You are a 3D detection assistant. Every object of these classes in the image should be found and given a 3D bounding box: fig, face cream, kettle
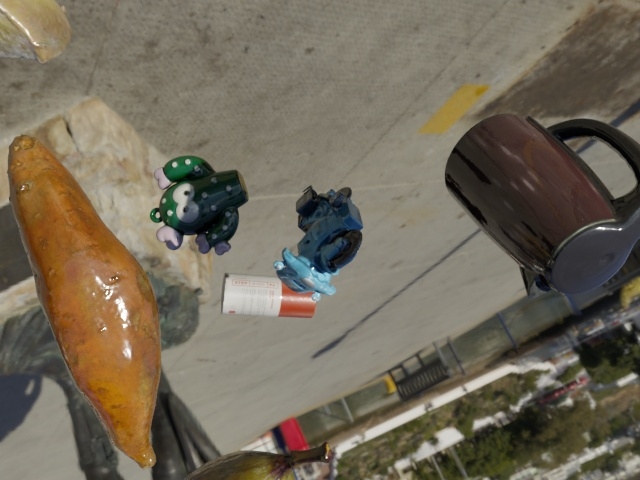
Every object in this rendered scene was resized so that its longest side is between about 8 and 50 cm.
[{"bbox_3d":[-0.084,0.345,0.814,0.274,0.170,0.145,-46,167,25],"label":"fig"},{"bbox_3d":[-0.122,0.130,1.430,0.214,0.096,0.096,5,153,-13],"label":"face cream"},{"bbox_3d":[0.284,-0.053,0.737,0.202,0.232,0.144,-41,130,13],"label":"kettle"}]

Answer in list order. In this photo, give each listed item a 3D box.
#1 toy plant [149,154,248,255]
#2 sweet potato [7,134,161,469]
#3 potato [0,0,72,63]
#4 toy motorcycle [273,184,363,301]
[{"bbox_3d":[-0.294,-0.086,1.452,0.243,0.233,0.112,7,171,10],"label":"toy plant"},{"bbox_3d":[-0.217,0.064,0.604,0.112,0.360,0.112,-14,-171,2],"label":"sweet potato"},{"bbox_3d":[-0.532,-0.423,0.993,0.264,0.211,0.190,11,138,19],"label":"potato"},{"bbox_3d":[0.000,0.000,1.113,0.182,0.272,0.123,-41,113,18],"label":"toy motorcycle"}]
